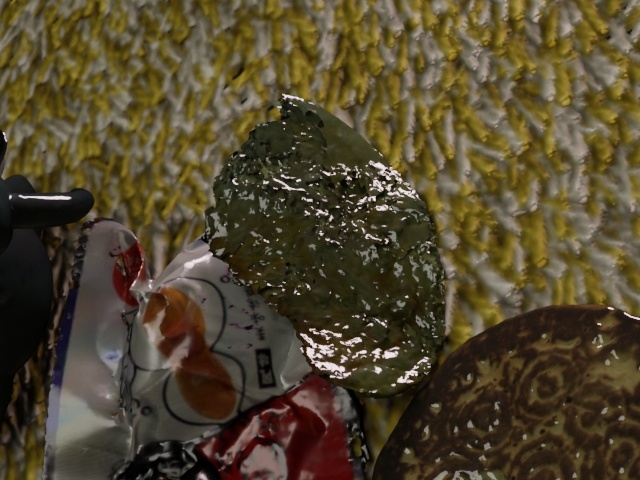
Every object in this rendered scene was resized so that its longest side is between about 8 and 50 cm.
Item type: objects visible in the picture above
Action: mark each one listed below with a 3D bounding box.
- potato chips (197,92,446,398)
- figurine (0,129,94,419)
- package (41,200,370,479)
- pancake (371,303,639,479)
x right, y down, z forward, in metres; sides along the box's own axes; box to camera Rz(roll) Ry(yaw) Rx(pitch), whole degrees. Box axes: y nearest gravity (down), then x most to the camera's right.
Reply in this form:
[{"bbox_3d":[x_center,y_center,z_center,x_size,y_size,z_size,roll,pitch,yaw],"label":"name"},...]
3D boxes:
[{"bbox_3d":[0.000,0.000,0.786,0.142,0.026,0.209,1,56,0],"label":"potato chips"},{"bbox_3d":[-0.209,-0.005,0.807,0.265,0.140,0.193,-42,42,48],"label":"figurine"},{"bbox_3d":[-0.073,0.094,0.784,0.194,0.071,0.269,-14,65,13],"label":"package"},{"bbox_3d":[0.113,0.112,0.680,0.184,0.020,0.190,-45,40,3],"label":"pancake"}]
